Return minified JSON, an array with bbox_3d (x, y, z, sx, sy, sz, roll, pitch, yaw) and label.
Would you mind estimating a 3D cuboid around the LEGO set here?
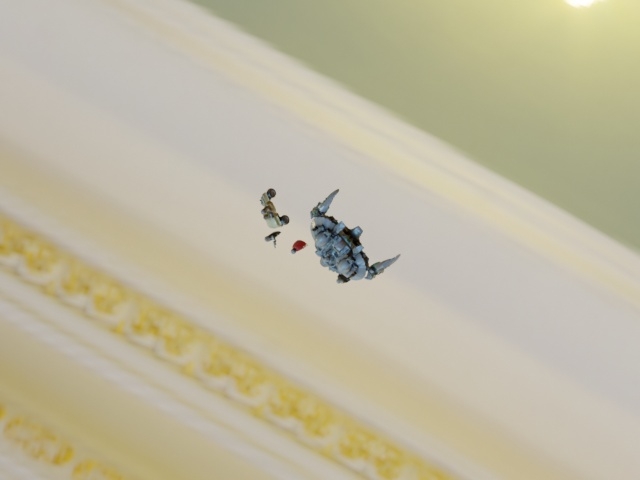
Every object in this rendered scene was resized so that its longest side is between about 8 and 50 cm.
[{"bbox_3d":[-0.001,0.002,0.878,0.083,0.054,0.023,1,-151,42],"label":"LEGO set"}]
